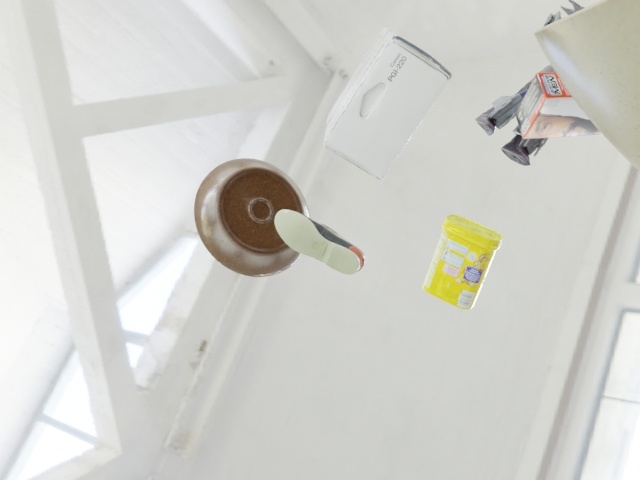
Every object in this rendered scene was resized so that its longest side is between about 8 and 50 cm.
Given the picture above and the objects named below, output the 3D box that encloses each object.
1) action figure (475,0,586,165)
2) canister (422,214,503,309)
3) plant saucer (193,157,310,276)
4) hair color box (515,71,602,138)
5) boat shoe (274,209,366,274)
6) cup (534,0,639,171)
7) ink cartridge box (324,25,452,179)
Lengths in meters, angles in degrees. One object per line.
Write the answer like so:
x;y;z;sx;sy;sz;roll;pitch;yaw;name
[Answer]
0.386;-0.253;1.174;0.185;0.099;0.285;44;-86;-5;action figure
0.298;0.047;1.575;0.073;0.126;0.170;-23;-46;-59;canister
-0.099;-0.042;1.169;0.198;0.036;0.199;8;-108;-24;plant saucer
0.383;-0.199;1.085;0.167;0.093;0.054;-3;-120;-9;hair color box
0.000;0.000;1.004;0.049;0.137;0.043;-64;-12;22;boat shoe
0.386;-0.144;0.632;0.331;0.331;0.237;-31;-81;-40;cup
0.082;-0.189;0.976;0.092;0.218;0.159;32;-73;-7;ink cartridge box
